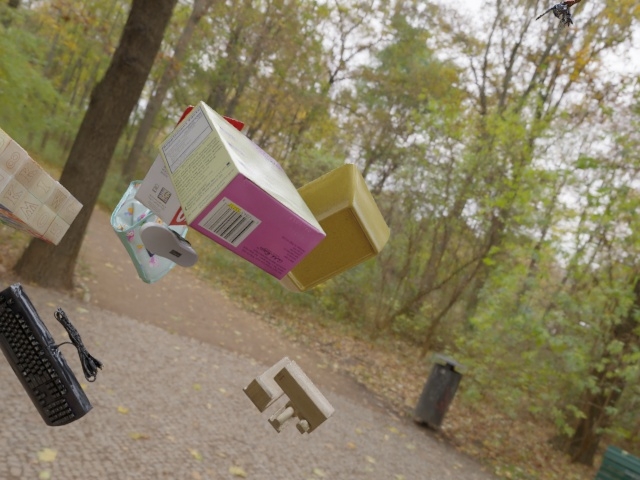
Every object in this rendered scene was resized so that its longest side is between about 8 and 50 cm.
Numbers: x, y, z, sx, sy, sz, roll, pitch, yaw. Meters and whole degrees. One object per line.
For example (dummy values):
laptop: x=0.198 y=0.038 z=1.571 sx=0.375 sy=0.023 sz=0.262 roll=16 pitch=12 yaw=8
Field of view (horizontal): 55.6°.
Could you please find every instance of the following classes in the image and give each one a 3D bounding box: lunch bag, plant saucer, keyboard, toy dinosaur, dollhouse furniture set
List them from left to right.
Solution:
keyboard: x=-0.583 y=0.238 z=1.290 sx=0.317 sy=0.201 sz=0.033 roll=61 pitch=14 yaw=-5
lunch bag: x=-0.522 y=-0.028 z=1.852 sx=0.160 sy=0.223 sz=0.262 roll=-5 pitch=40 yaw=9
dollhouse furniture set: x=-0.031 y=0.269 z=1.125 sx=0.144 sy=0.151 sz=0.123 roll=48 pitch=44 yaw=11
plant saucer: x=0.000 y=0.000 z=1.520 sx=0.333 sy=0.332 sz=0.081 roll=55 pitch=9 yaw=-51
toy dinosaur: x=0.424 y=-0.400 z=1.054 sx=0.047 sy=0.090 sz=0.082 roll=33 pitch=42 yaw=-16

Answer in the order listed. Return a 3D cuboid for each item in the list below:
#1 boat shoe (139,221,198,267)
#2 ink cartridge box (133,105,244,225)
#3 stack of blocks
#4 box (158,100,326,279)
boat shoe: x=-0.261 y=0.002 z=1.031 sx=0.040 sy=0.049 sz=0.142 roll=57 pitch=5 yaw=35
ink cartridge box: x=-0.292 y=-0.184 z=1.589 sx=0.130 sy=0.272 sz=0.309 roll=37 pitch=14 yaw=14
stack of blocks: x=-0.532 y=-0.113 z=0.949 sx=0.171 sy=0.087 sz=0.297 roll=20 pitch=-20 yaw=18
box: x=-0.137 y=-0.085 z=1.031 sx=0.213 sy=0.117 sz=0.243 roll=35 pitch=16 yaw=-43
